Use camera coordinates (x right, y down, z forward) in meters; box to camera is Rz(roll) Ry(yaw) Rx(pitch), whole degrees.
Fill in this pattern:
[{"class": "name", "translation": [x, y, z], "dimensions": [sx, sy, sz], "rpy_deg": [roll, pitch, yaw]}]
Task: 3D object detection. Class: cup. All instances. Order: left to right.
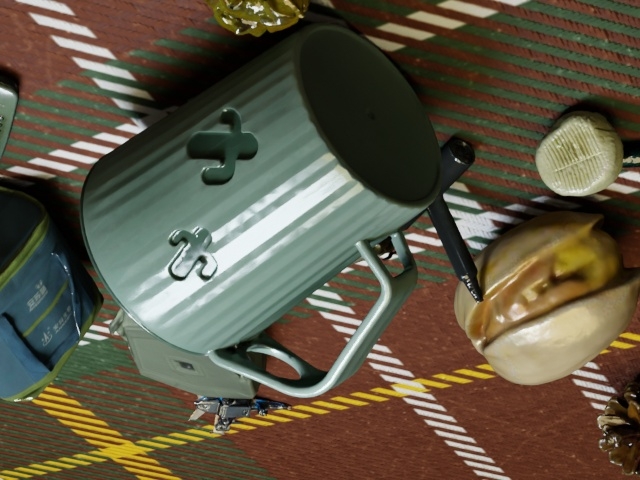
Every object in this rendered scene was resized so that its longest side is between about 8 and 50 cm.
[{"class": "cup", "translation": [-0.046, -0.033, 1.511], "dimensions": [0.392, 0.310, 0.401], "rpy_deg": [-32, 113, 34]}]

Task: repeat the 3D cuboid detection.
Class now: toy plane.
[{"class": "toy plane", "translation": [-0.143, 0.304, 2.162], "dimensions": [0.188, 0.062, 0.135], "rpy_deg": [11, 116, -8]}]

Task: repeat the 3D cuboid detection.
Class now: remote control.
[{"class": "remote control", "translation": [-0.468, -0.155, 1.650], "dimensions": [0.072, 0.042, 0.222], "rpy_deg": [21, 141, -16]}]

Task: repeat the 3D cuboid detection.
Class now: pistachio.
[{"class": "pistachio", "translation": [0.319, 0.087, 1.702], "dimensions": [0.230, 0.229, 0.309], "rpy_deg": [24, 135, -20]}]

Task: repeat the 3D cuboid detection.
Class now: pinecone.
[{"class": "pinecone", "translation": [0.554, 0.313, 1.970], "dimensions": [0.212, 0.168, 0.185], "rpy_deg": [4, 129, -17]}]

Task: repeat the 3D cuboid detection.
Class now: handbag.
[{"class": "handbag", "translation": [-0.480, 0.077, 1.769], "dimensions": [0.222, 0.263, 0.241], "rpy_deg": [21, 152, 28]}]

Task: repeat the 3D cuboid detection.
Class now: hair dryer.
[{"class": "hair dryer", "translation": [0.188, -0.016, 1.621], "dimensions": [0.050, 0.194, 0.173], "rpy_deg": [-21, 160, -39]}]

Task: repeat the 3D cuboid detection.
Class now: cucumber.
[{"class": "cucumber", "translation": [0.407, -0.112, 1.565], "dimensions": [0.133, 0.032, 0.032], "rpy_deg": [-1, 141, 13]}]

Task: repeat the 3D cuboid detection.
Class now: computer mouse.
[{"class": "computer mouse", "translation": [-0.198, 0.147, 1.908], "dimensions": [0.228, 0.145, 0.429], "rpy_deg": [9, 157, 7]}]

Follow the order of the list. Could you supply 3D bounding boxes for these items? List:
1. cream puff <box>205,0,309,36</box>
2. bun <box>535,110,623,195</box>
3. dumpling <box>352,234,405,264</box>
[{"class": "cream puff", "translation": [-0.078, -0.288, 1.358], "dimensions": [0.146, 0.116, 0.146], "rpy_deg": [2, 143, 2]}, {"class": "bun", "translation": [0.337, -0.111, 1.532], "dimensions": [0.115, 0.115, 0.069], "rpy_deg": [-24, 175, 34]}, {"class": "dumpling", "translation": [-0.003, -0.002, 1.711], "dimensions": [0.332, 0.166, 0.086], "rpy_deg": [-11, 110, 40]}]
